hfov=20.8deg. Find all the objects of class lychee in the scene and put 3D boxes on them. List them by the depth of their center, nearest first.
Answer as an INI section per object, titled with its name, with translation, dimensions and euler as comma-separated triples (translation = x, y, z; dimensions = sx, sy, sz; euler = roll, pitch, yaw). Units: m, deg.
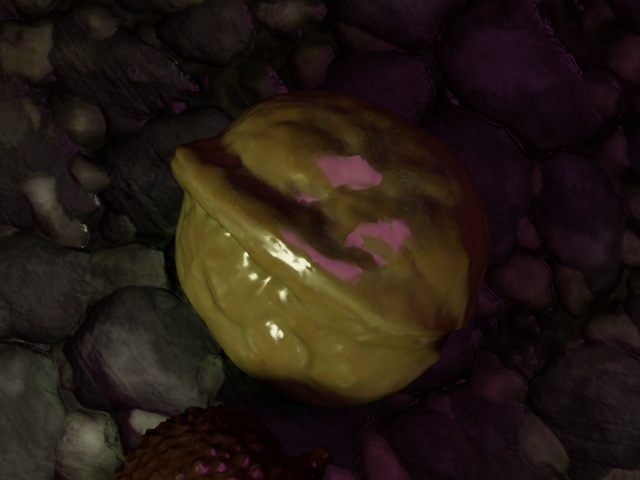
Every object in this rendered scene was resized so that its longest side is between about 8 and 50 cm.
[lychee]
translation = -0.112, 0.314, 1.880
dimensions = 0.304, 0.276, 0.276
euler = -37, 83, -14

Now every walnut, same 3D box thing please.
[walnut]
translation = 0.015, 0.002, 2.052
dimensions = 0.383, 0.383, 0.384
euler = 9, 62, -19
